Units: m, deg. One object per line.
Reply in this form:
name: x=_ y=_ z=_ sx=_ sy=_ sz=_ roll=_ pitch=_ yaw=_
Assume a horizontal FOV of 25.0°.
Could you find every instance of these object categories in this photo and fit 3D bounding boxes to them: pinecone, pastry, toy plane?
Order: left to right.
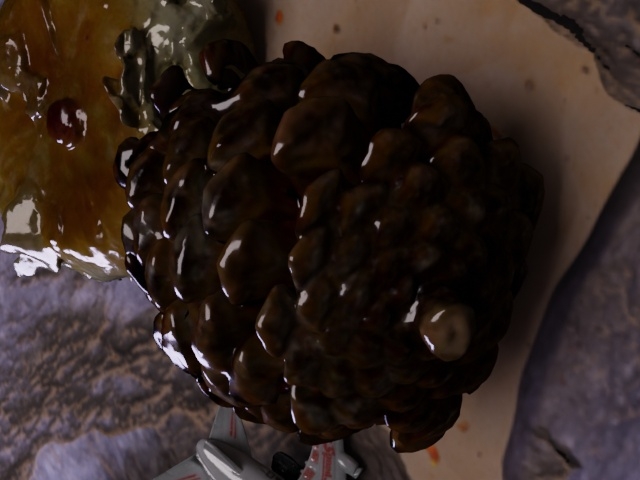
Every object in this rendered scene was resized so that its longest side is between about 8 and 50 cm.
pastry: x=-0.152 y=-0.091 z=1.003 sx=0.236 sy=0.121 sz=0.257 roll=14 pitch=106 yaw=42
toy plane: x=-0.019 y=0.180 z=0.943 sx=0.171 sy=0.162 sz=0.065 roll=39 pitch=165 yaw=-1
pinecone: x=0.000 y=0.000 z=0.814 sx=0.272 sy=0.224 sz=0.224 roll=26 pitch=115 yaw=51
